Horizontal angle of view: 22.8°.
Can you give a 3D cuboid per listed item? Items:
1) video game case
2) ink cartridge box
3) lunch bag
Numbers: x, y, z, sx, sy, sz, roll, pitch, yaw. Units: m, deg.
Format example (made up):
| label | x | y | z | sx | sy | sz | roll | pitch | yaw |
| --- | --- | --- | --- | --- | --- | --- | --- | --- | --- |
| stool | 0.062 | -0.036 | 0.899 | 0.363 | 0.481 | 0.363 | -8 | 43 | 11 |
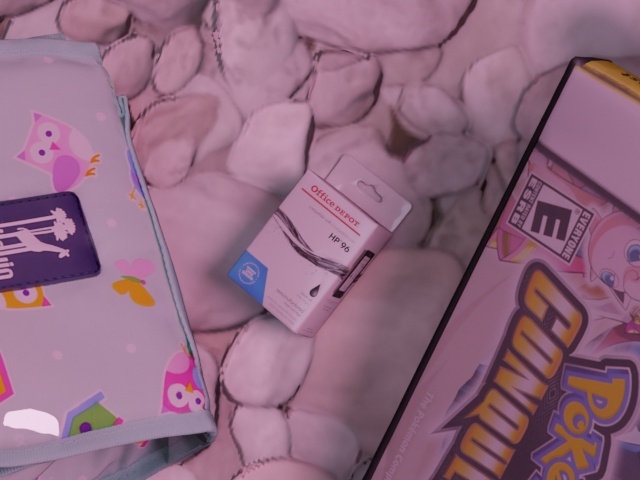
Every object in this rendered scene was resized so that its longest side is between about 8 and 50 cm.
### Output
| label | x | y | z | sx | sy | sz | roll | pitch | yaw |
| --- | --- | --- | --- | --- | --- | --- | --- | --- | --- |
| video game case | 0.143 | 0.103 | 0.641 | 0.248 | 0.035 | 0.275 | 36 | 113 | 30 |
| ink cartridge box | 0.000 | 0.000 | 0.775 | 0.048 | 0.028 | 0.083 | 39 | 94 | 20 |
| lunch bag | -0.196 | 0.038 | 0.771 | 0.262 | 0.160 | 0.223 | -21 | 71 | 3 |
